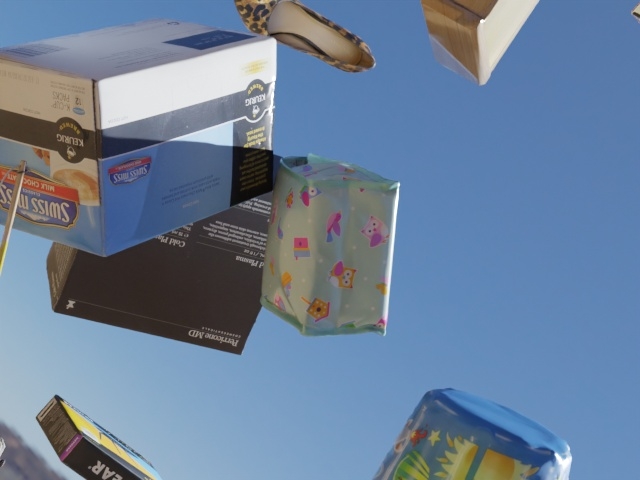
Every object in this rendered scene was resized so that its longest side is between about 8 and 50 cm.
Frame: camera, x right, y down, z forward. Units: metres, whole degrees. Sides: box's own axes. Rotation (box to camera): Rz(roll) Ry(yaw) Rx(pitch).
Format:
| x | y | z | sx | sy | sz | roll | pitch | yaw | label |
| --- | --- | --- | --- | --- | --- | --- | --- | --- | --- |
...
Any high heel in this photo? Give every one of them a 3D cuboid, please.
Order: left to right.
| x | y | z | sx | sy | sz | roll | pitch | yaw | label |
| --- | --- | --- | --- | --- | --- | --- | --- | --- | --- |
| -0.022 | -0.370 | 2.185 | 0.186 | 0.093 | 0.261 | 29 | 7 | 37 | high heel |

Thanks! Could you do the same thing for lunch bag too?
| x | y | z | sx | sy | sz | roll | pitch | yaw | label |
| --- | --- | --- | --- | --- | --- | --- | --- | --- | --- |
| 0.000 | 0.000 | 1.732 | 0.262 | 0.160 | 0.223 | -150 | -118 | -69 | lunch bag |

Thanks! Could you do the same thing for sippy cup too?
| x | y | z | sx | sy | sz | roll | pitch | yaw | label |
| --- | --- | --- | --- | --- | --- | --- | --- | --- | --- |
| 0.147 | 0.283 | 1.293 | 0.240 | 0.224 | 0.305 | 19 | 7 | -19 | sippy cup |

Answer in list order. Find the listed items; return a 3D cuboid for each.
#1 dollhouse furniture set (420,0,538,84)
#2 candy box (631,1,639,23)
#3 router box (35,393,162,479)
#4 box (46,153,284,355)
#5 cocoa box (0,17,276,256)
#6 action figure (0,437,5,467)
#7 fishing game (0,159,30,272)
| x | y | z | sx | sy | sz | roll | pitch | yaw | label |
| --- | --- | --- | --- | --- | --- | --- | --- | --- | --- |
| 0.076 | -0.391 | 1.345 | 0.394 | 0.256 | 0.362 | 33 | -5 | 15 | dollhouse furniture set |
| 0.434 | -0.174 | 1.233 | 0.159 | 0.071 | 0.233 | 37 | 9 | -32 | candy box |
| -0.272 | 0.284 | 1.588 | 0.179 | 0.046 | 0.133 | 44 | -5 | -31 | router box |
| -0.242 | -0.014 | 2.060 | 0.343 | 0.313 | 0.179 | 16 | 22 | -23 | box |
| -0.249 | -0.149 | 1.644 | 0.231 | 0.347 | 0.228 | 15 | -65 | 33 | cocoa box |
| -0.584 | 0.353 | 1.924 | 0.276 | 0.164 | 0.141 | 56 | -45 | 42 | action figure |
| -0.418 | -0.033 | 1.256 | 0.041 | 0.189 | 0.264 | 10 | -8 | 44 | fishing game |
